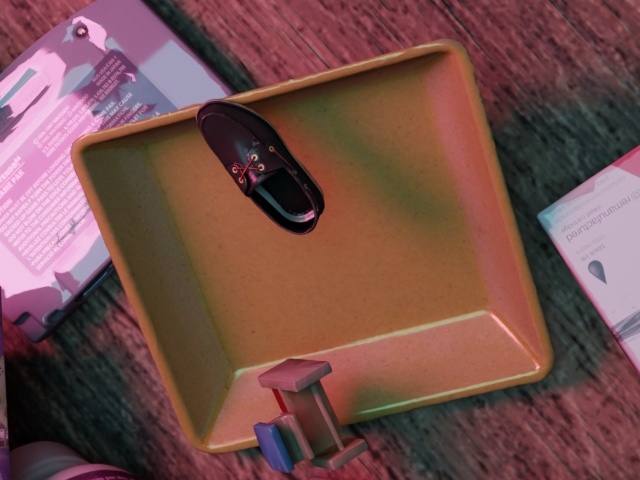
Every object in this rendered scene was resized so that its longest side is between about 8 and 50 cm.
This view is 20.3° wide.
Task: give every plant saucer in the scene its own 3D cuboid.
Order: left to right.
[{"bbox_3d":[0.000,0.000,1.513,0.332,0.081,0.333,-14,119,9],"label":"plant saucer"}]

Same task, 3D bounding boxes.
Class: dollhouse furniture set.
[{"bbox_3d":[-0.037,0.210,1.505,0.129,0.129,0.184,-28,102,-25],"label":"dollhouse furniture set"}]

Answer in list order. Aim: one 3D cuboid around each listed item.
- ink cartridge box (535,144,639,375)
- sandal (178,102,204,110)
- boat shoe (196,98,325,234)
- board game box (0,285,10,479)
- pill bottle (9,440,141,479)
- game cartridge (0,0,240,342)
[{"bbox_3d":[0.305,0.026,1.509,0.158,0.092,0.218,-34,86,8],"label":"ink cartridge box"},{"bbox_3d":[-0.012,-0.100,1.535,0.240,0.079,0.088,-6,81,-7],"label":"sandal"},{"bbox_3d":[-0.047,-0.059,1.411,0.049,0.042,0.133,-36,112,23],"label":"boat shoe"},{"bbox_3d":[-0.315,0.232,1.518,0.208,0.056,0.347,-34,56,50],"label":"board game box"},{"bbox_3d":[-0.175,0.291,1.496,0.301,0.169,0.169,34,96,45],"label":"pill bottle"},{"bbox_3d":[-0.222,-0.077,1.621,0.196,0.060,0.294,45,96,4],"label":"game cartridge"}]
